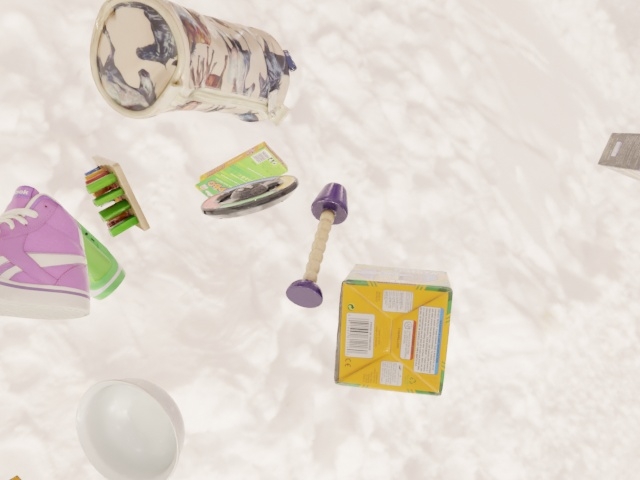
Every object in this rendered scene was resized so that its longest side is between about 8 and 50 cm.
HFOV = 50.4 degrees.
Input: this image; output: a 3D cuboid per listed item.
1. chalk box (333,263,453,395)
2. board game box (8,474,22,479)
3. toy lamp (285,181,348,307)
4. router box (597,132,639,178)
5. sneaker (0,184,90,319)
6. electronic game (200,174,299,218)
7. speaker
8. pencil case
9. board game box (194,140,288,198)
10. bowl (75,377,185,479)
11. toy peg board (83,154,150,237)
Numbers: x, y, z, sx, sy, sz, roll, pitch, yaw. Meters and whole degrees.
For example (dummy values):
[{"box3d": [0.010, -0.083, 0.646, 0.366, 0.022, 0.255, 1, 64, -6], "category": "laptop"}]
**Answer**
[{"box3d": [0.135, 0.142, 1.213, 0.289, 0.179, 0.180, -31, 125, -79], "category": "chalk box"}, {"box3d": [-0.485, 0.469, 1.055, 0.170, 0.048, 0.141, 37, 32, 19], "category": "board game box"}, {"box3d": [0.000, 0.000, 1.315, 0.080, 0.080, 0.274, 37, 50, -23], "category": "toy lamp"}, {"box3d": [0.758, -0.127, 1.381, 0.309, 0.081, 0.243, 22, 10, -1], "category": "router box"}, {"box3d": [-0.394, 0.004, 0.803, 0.282, 0.102, 0.161, 24, 57, -64], "category": "sneaker"}, {"box3d": [-0.159, -0.103, 1.531, 0.229, 0.229, 0.048, -41, 121, -55], "category": "electronic game"}, {"box3d": [-0.677, 0.028, 1.862, 0.296, 0.131, 0.131, 49, 35, -24], "category": "speaker"}, {"box3d": [-0.179, -0.264, 1.048, 0.183, 0.160, 0.410, 40, 19, 9], "category": "pencil case"}, {"box3d": [-0.237, -0.192, 2.019, 0.124, 0.259, 0.039, 44, 26, -45], "category": "board game box"}, {"box3d": [-0.455, 0.466, 1.719, 0.298, 0.298, 0.134, 56, 23, 2], "category": "bowl"}, {"box3d": [-0.466, -0.091, 1.490, 0.079, 0.160, 0.161, -32, 119, -24], "category": "toy peg board"}]
